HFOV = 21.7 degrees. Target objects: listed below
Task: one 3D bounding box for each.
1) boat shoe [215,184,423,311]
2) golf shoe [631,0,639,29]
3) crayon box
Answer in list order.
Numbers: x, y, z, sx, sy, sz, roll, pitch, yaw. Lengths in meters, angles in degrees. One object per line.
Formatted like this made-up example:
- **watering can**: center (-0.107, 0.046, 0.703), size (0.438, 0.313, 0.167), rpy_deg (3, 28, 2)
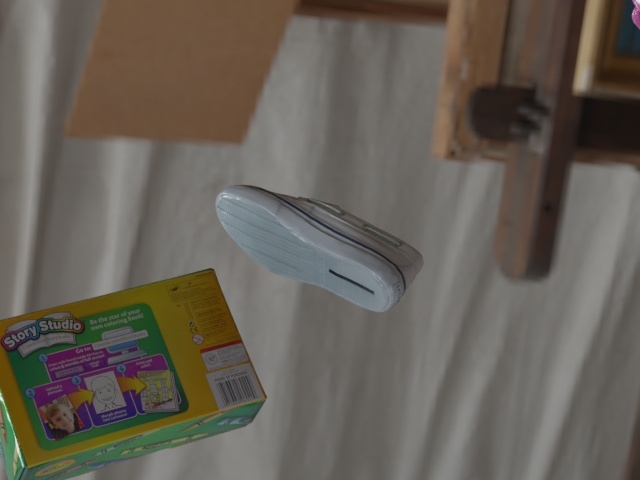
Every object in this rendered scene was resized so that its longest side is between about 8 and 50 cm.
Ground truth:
- **boat shoe**: center (0.000, 0.000, 1.688), size (0.226, 0.083, 0.076), rpy_deg (31, -133, 23)
- **golf shoe**: center (0.331, -0.230, 1.371), size (0.140, 0.115, 0.306), rpy_deg (-26, 163, 0)
- **crayon box**: center (-0.217, 0.146, 1.782), size (0.278, 0.165, 0.081), rpy_deg (-14, 157, -25)
